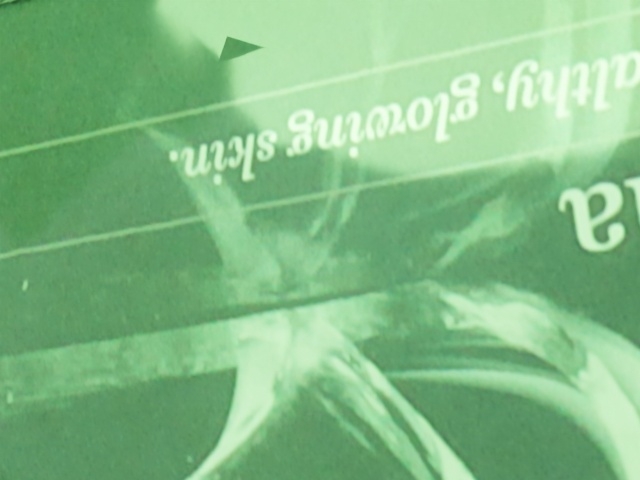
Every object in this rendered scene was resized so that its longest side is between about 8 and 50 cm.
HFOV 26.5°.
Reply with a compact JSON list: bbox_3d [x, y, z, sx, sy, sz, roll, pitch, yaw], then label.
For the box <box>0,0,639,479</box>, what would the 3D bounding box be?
[{"bbox_3d":[0.091,0.133,0.466,0.480,0.297,0.471,-11,92,22],"label":"box"}]
